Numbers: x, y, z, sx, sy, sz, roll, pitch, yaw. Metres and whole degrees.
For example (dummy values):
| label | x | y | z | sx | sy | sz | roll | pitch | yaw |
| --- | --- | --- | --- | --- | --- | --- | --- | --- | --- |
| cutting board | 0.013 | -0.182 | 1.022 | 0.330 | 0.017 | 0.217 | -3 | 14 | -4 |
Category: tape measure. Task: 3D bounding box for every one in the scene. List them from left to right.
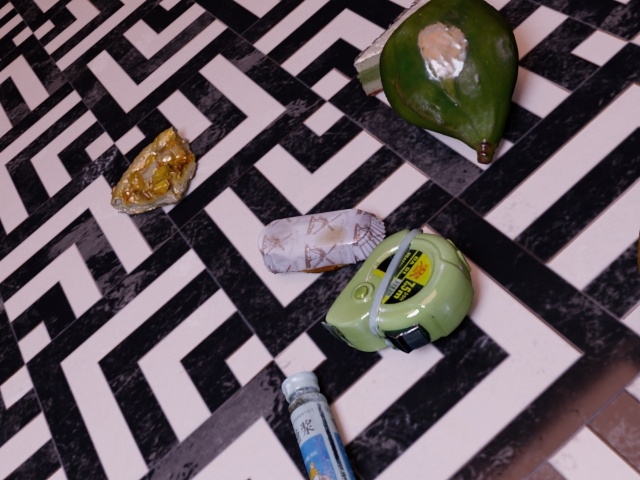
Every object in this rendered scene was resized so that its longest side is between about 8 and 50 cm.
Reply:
| label | x | y | z | sx | sy | sz | roll | pitch | yaw |
| --- | --- | --- | --- | --- | --- | --- | --- | --- | --- |
| tape measure | 0.110 | 0.062 | 0.836 | 0.154 | 0.087 | 0.177 | 15 | 64 | 48 |

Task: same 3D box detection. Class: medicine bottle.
| label | x | y | z | sx | sy | sz | roll | pitch | yaw |
| --- | --- | --- | --- | --- | --- | --- | --- | --- | --- |
| medicine bottle | 0.002 | 0.243 | 0.793 | 0.051 | 0.051 | 0.191 | -30 | 48 | 7 |

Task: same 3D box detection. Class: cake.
| label | x | y | z | sx | sy | sz | roll | pitch | yaw |
| --- | --- | --- | --- | --- | --- | --- | --- | --- | --- |
| cake | 0.154 | -0.332 | 1.089 | 0.221 | 0.086 | 0.116 | -22 | 51 | 14 |

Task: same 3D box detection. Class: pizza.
| label | x | y | z | sx | sy | sz | roll | pitch | yaw |
| --- | --- | --- | --- | --- | --- | --- | --- | --- | --- |
| pizza | -0.287 | -0.109 | 1.193 | 0.182 | 0.062 | 0.161 | -44 | 50 | -7 |

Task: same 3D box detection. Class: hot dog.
| label | x | y | z | sx | sy | sz | roll | pitch | yaw |
| --- | --- | --- | --- | --- | --- | --- | --- | --- | --- |
| hot dog | 0.000 | 0.000 | 0.965 | 0.192 | 0.053 | 0.099 | -10 | 55 | 19 |

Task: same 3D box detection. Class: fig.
| label | x | y | z | sx | sy | sz | roll | pitch | yaw |
| --- | --- | --- | --- | --- | --- | --- | --- | --- | --- |
| fig | 0.191 | -0.219 | 0.955 | 0.195 | 0.195 | 0.244 | -27 | 86 | 10 |

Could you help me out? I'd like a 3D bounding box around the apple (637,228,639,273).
| label | x | y | z | sx | sy | sz | roll | pitch | yaw |
| --- | --- | --- | --- | --- | --- | --- | --- | --- | --- |
| apple | 0.443 | 0.001 | 0.556 | 0.340 | 0.339 | 0.339 | -14 | 52 | 20 |
